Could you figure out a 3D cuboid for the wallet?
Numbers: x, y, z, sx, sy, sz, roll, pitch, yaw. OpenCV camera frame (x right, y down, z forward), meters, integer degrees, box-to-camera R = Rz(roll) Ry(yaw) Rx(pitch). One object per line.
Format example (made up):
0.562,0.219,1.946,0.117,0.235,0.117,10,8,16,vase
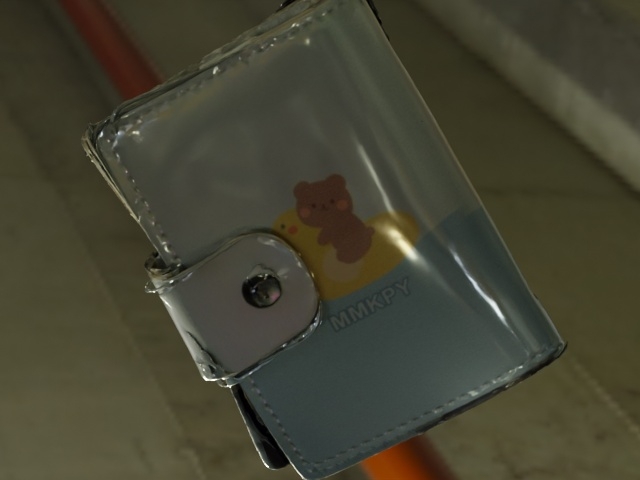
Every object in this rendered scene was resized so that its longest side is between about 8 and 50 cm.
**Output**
0.000,0.000,0.903,0.170,0.231,0.069,-29,-159,2,wallet
